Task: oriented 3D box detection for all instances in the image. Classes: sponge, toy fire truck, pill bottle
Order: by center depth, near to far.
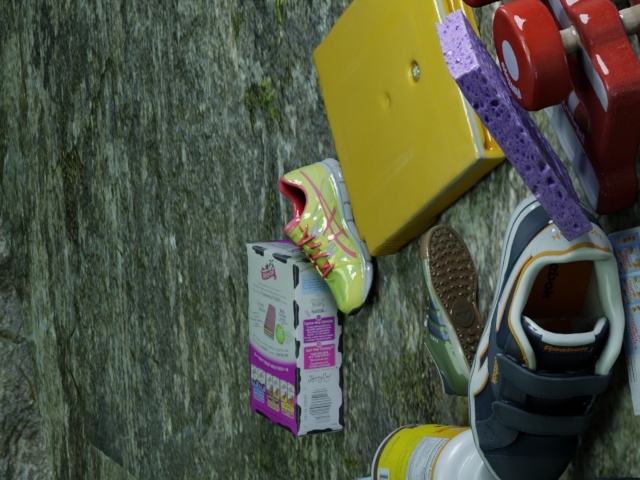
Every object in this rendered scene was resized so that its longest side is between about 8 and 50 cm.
[{"bbox_3d":[0.177,-0.105,1.680,0.210,0.031,0.117,52,-166,-28],"label":"sponge"},{"bbox_3d":[0.225,-0.200,1.722,0.254,0.169,0.302,86,163,-60],"label":"toy fire truck"},{"bbox_3d":[0.151,0.261,1.998,0.215,0.117,0.117,-7,89,64],"label":"pill bottle"}]

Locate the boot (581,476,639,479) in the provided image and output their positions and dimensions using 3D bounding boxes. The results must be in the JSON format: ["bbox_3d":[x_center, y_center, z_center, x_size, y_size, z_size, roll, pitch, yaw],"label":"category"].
[{"bbox_3d":[0.262,0.341,1.780,0.246,0.094,0.207,149,120,-62],"label":"boot"}]

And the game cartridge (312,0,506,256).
[{"bbox_3d":[0.097,-0.162,2.109,0.323,0.052,0.285,135,125,-61],"label":"game cartridge"}]

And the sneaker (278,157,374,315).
[{"bbox_3d":[0.000,0.000,2.284,0.081,0.094,0.208,-49,53,55],"label":"sneaker"}]

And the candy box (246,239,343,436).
[{"bbox_3d":[-0.034,0.125,2.406,0.159,0.071,0.233,19,113,62],"label":"candy box"}]

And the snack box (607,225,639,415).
[{"bbox_3d":[0.310,0.076,1.737,0.064,0.022,0.178,162,101,-66],"label":"snack box"}]

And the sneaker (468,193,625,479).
[{"bbox_3d":[0.219,0.121,1.789,0.127,0.126,0.321,-115,25,-66],"label":"sneaker"}]

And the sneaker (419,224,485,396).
[{"bbox_3d":[0.139,0.086,2.044,0.086,0.064,0.192,-40,62,54],"label":"sneaker"}]

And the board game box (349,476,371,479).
[{"bbox_3d":[0.069,0.342,2.296,0.090,0.020,0.090,-24,74,62],"label":"board game box"}]
